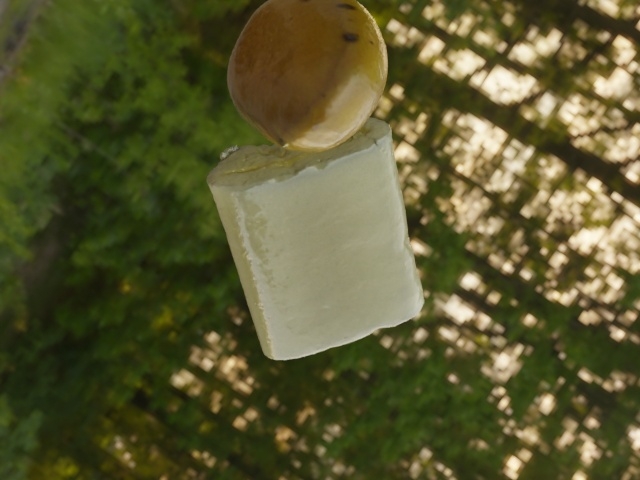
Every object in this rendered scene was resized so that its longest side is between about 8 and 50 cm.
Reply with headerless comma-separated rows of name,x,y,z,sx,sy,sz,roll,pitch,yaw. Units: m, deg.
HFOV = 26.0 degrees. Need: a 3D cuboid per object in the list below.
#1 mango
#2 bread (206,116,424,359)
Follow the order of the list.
mango,-0.006,-0.078,0.644,0.079,0.057,0.114,-41,-152,12
bread,-0.001,0.000,1.033,0.060,0.139,0.178,-112,-172,-52
